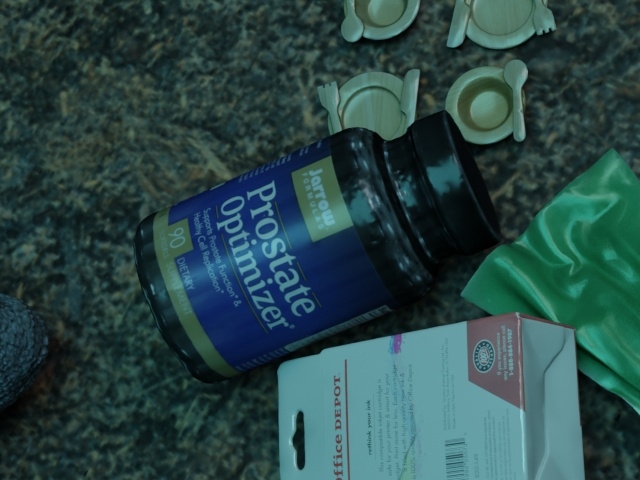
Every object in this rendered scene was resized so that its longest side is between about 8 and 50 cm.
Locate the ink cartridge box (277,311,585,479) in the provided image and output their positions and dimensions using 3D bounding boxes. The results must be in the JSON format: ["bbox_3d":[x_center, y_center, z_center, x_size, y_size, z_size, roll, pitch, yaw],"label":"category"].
[{"bbox_3d":[0.065,0.119,1.111,0.198,0.067,0.115,-13,71,40],"label":"ink cartridge box"}]

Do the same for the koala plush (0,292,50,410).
[{"bbox_3d":[-0.299,0.134,1.187,0.203,0.196,0.221,9,76,10],"label":"koala plush"}]

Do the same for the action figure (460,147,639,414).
[{"bbox_3d":[0.216,0.065,1.098,0.137,0.063,0.232,-45,64,1],"label":"action figure"}]

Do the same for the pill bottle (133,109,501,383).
[{"bbox_3d":[0.000,0.000,1.153,0.219,0.123,0.123,-24,71,12],"label":"pill bottle"}]

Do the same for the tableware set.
[{"bbox_3d":[0.078,-0.126,1.213,0.168,0.020,0.141,-2,76,18],"label":"tableware set"}]
